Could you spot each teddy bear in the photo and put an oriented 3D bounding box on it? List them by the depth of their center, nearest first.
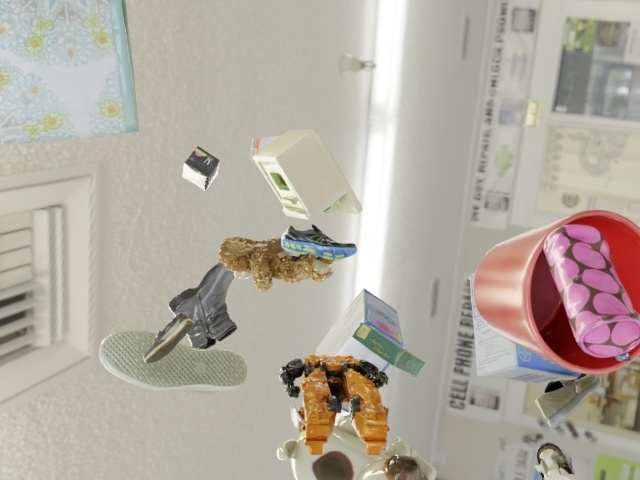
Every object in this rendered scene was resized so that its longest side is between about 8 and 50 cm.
[{"bbox_3d":[-0.123,0.066,2.156,0.245,0.338,0.113,-108,14,-52],"label":"teddy bear"}]

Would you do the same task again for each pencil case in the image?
[{"bbox_3d":[0.384,0.065,1.056,0.209,0.098,0.095,-93,-18,-47],"label":"pencil case"}]

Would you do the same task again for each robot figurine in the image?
[{"bbox_3d":[0.028,0.292,1.394,0.291,0.211,0.085,-110,23,-76],"label":"robot figurine"}]

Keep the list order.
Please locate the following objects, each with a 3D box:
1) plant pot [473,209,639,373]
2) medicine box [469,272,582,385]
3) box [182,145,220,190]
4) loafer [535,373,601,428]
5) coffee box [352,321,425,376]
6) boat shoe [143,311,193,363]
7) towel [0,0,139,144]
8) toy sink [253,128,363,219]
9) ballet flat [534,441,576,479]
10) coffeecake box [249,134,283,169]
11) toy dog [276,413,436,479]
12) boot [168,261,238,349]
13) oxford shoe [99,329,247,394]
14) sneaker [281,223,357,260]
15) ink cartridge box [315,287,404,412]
[{"bbox_3d":[0.414,0.087,1.332,0.243,0.275,0.274,174,109,-72],"label":"plant pot"},{"bbox_3d":[0.556,0.226,2.012,0.264,0.149,0.289,13,-115,-27],"label":"medicine box"},{"bbox_3d":[-0.261,-0.157,1.647,0.052,0.062,0.083,-58,0,-22],"label":"box"},{"bbox_3d":[0.604,0.367,1.834,0.251,0.087,0.094,-17,-33,-50],"label":"loafer"},{"bbox_3d":[0.143,0.227,1.556,0.040,0.113,0.184,-56,-25,-2],"label":"coffee box"},{"bbox_3d":[-0.376,0.238,1.836,0.152,0.049,0.056,-42,-25,1],"label":"boat shoe"},{"bbox_3d":[-0.592,-0.413,1.709,0.090,0.321,0.374,151,112,-81],"label":"towel"},{"bbox_3d":[-0.033,-0.132,1.780,0.131,0.153,0.234,-38,-68,-16],"label":"toy sink"},{"bbox_3d":[0.396,0.401,1.257,0.203,0.074,0.074,-59,-26,-73],"label":"ballet flat"},{"bbox_3d":[-0.088,-0.239,2.165,0.142,0.186,0.068,46,-134,-55],"label":"coffeecake box"},{"bbox_3d":[0.124,0.594,1.884,0.395,0.408,0.284,36,-101,-29],"label":"toy dog"},{"bbox_3d":[-0.345,0.223,2.620,0.338,0.222,0.118,-39,-22,5],"label":"boot"},{"bbox_3d":[-0.434,0.369,2.201,0.449,0.130,0.169,15,-116,-31],"label":"oxford shoe"},{"bbox_3d":[0.000,0.000,1.841,0.067,0.188,0.078,102,178,-64],"label":"sneaker"},{"bbox_3d":[0.112,0.316,2.309,0.270,0.151,0.395,-53,7,11],"label":"ink cartridge box"}]
